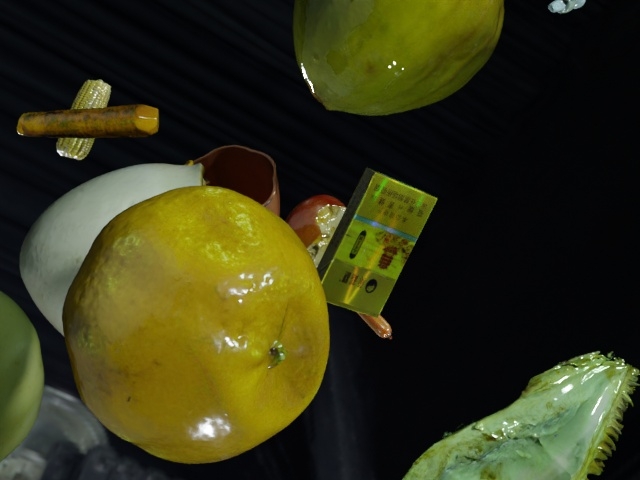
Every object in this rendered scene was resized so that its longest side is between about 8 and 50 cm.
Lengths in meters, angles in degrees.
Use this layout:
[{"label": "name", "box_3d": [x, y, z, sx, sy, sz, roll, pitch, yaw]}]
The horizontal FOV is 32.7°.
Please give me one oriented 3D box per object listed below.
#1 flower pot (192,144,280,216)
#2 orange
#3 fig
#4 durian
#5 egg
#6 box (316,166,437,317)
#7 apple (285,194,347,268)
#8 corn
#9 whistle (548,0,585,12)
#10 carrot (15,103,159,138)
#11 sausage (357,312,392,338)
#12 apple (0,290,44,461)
[{"label": "flower pot", "box_3d": [-0.154, -0.055, 2.025, 0.191, 0.173, 0.190, -6, -127, 8]}, {"label": "orange", "box_3d": [-0.117, 0.086, 1.097, 0.235, 0.279, 0.279, 20, -99, 51]}, {"label": "fig", "box_3d": [0.106, -0.350, 1.721, 0.343, 0.343, 0.343, -43, -149, 33]}, {"label": "durian", "box_3d": [0.268, 0.285, 1.466, 0.394, 0.198, 0.163, -35, -173, -5]}, {"label": "egg", "box_3d": [-0.269, 0.005, 1.376, 0.286, 0.174, 0.264, -43, -153, 36]}, {"label": "box", "box_3d": [0.071, 0.006, 1.522, 0.030, 0.121, 0.193, 36, -77, 53]}, {"label": "apple", "box_3d": [-0.007, -0.001, 2.179, 0.158, 0.156, 0.147, -33, -133, -21]}, {"label": "corn", "box_3d": [-0.474, -0.243, 2.187, 0.085, 0.063, 0.165, 8, -104, 63]}, {"label": "whistle", "box_3d": [0.433, -0.418, 1.916, 0.100, 0.035, 0.035, -27, -178, -38]}, {"label": "carrot", "box_3d": [-0.283, -0.144, 1.330, 0.042, 0.171, 0.042, 178, -90, -90]}, {"label": "sausage", "box_3d": [0.099, 0.146, 2.050, 0.107, 0.031, 0.031, 45, -72, 24]}, {"label": "apple", "box_3d": [-0.614, 0.225, 1.682, 0.357, 0.357, 0.357, -43, -149, 33]}]
